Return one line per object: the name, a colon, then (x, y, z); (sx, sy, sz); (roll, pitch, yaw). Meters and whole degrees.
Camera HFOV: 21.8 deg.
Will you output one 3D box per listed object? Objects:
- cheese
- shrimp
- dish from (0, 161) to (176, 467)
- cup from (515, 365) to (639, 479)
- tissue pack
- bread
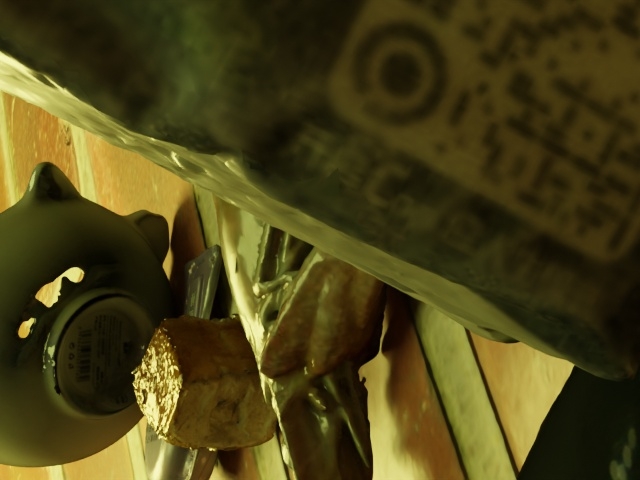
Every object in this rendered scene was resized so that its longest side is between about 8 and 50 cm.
cheese: (-0.092, 0.101, 1.157); (0.105, 0.042, 0.191); (152, 124, -69)
shrimp: (0.000, 0.000, 0.881); (0.168, 0.077, 0.317); (-25, 75, 62)
dish: (-0.183, 0.069, 1.186); (0.086, 0.228, 0.236); (14, 76, 47)
cup: (0.142, 0.084, 0.491); (0.176, 0.169, 0.223); (111, -174, -53)
tissue pack: (0.034, -0.201, 0.398); (0.394, 0.288, 0.124); (-64, 17, -3)
bread: (-0.070, 0.094, 1.055); (0.070, 0.083, 0.077); (60, 138, 48)
